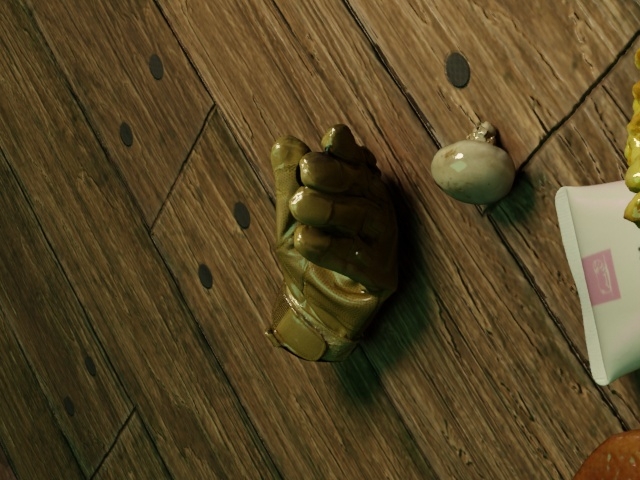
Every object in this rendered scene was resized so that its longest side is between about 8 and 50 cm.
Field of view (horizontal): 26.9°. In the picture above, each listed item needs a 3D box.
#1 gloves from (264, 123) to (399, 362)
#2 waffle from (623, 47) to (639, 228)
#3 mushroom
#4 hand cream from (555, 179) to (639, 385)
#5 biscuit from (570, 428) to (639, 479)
[{"bbox_3d":[0.015,0.000,1.457,0.331,0.141,0.154,99,165,-48],"label":"gloves"},{"bbox_3d":[0.295,-0.095,0.986,0.229,0.057,0.219,129,157,-51],"label":"waffle"},{"bbox_3d":[0.151,-0.078,1.300,0.085,0.085,0.079,-20,53,56],"label":"mushroom"},{"bbox_3d":[0.311,0.008,1.077,0.358,0.118,0.186,-25,77,61],"label":"hand cream"},{"bbox_3d":[0.315,0.320,1.203,0.277,0.052,0.262,37,116,46],"label":"biscuit"}]
